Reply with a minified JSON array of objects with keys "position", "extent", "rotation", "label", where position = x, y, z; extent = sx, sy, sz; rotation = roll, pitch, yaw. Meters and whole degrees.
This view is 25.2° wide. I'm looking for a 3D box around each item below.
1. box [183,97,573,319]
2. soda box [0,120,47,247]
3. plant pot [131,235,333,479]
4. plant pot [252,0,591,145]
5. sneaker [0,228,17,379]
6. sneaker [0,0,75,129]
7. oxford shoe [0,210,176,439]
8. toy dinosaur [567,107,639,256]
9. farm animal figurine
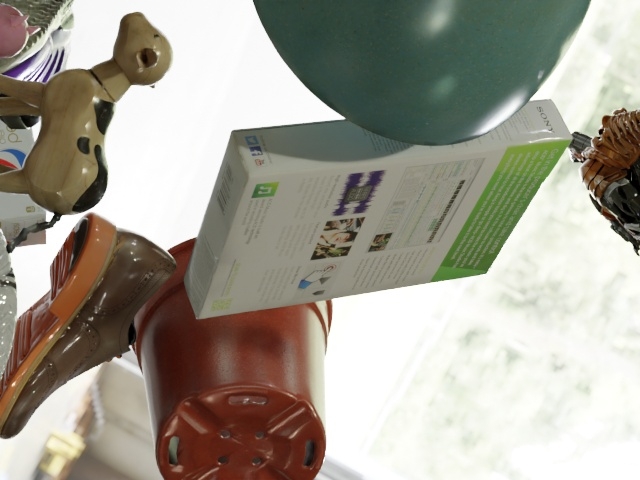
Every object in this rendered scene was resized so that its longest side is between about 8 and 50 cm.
[{"position":[0.049,-0.029,1.337],"extent":[0.322,0.058,0.232],"rotation":[-6,148,-22],"label":"box"},{"position":[-0.382,-0.099,1.748],"extent":[0.074,0.069,0.216],"rotation":[107,-29,-57],"label":"soda box"},{"position":[-0.105,0.172,1.762],"extent":[0.265,0.272,0.272],"rotation":[-100,-151,-56],"label":"plant pot"},{"position":[0.111,-0.245,1.132],"extent":[0.290,0.290,0.195],"rotation":[-57,-168,-31],"label":"plant pot"},{"position":[-0.365,0.003,1.213],"extent":[0.137,0.366,0.210],"rotation":[-7,165,-31],"label":"sneaker"},{"position":[-0.334,-0.180,1.559],"extent":[0.293,0.102,0.146],"rotation":[-65,164,-61],"label":"sneaker"},{"position":[-0.300,0.131,1.736],"extent":[0.364,0.132,0.130],"rotation":[-52,-152,32],"label":"oxford shoe"},{"position":[0.332,-0.053,1.454],"extent":[0.164,0.218,0.322],"rotation":[-60,159,14],"label":"toy dinosaur"},{"position":[-0.178,-0.207,1.055],"extent":[0.327,0.172,0.330],"rotation":[-74,165,-45],"label":"farm animal figurine"}]
